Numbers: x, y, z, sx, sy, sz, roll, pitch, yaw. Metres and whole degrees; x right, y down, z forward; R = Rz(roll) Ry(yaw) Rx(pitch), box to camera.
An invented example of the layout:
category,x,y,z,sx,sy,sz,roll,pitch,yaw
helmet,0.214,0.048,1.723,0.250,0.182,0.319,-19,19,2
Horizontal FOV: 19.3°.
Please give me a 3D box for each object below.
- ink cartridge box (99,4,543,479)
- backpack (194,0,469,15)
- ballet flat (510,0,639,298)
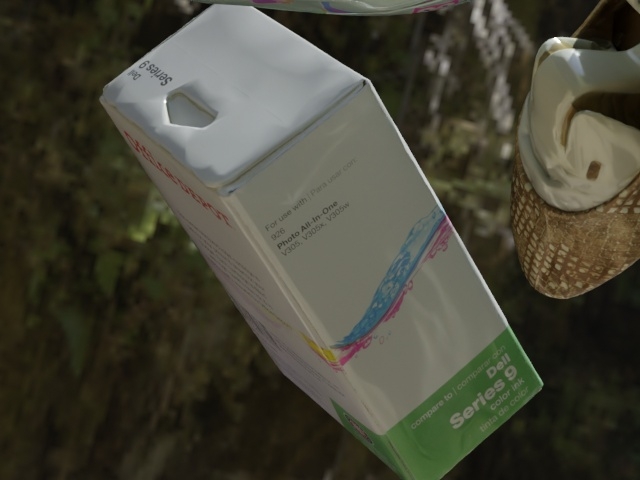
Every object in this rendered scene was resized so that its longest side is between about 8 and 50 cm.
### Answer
category,x,y,z,sx,sy,sz,roll,pitch,yaw
ink cartridge box,0.000,0.000,0.932,0.212,0.093,0.154,56,-11,-34
backpack,-0.014,-0.132,0.521,0.182,0.152,0.115,17,17,12
ballet flat,0.103,-0.064,0.578,0.067,0.206,0.073,4,40,-40
